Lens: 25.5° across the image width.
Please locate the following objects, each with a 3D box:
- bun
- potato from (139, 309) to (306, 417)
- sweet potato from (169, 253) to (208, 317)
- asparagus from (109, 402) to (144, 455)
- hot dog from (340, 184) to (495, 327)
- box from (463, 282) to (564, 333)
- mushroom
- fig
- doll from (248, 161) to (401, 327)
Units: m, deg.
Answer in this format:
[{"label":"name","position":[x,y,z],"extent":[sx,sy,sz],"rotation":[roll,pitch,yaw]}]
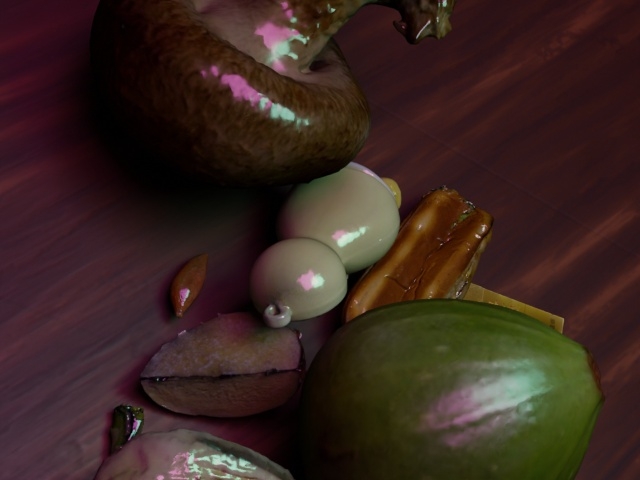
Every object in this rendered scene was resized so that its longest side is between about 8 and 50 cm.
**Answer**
[{"label":"bun","position":[-0.117,0.293,1.355],"extent":[0.244,0.153,0.244],"rotation":[1,88,-29]},{"label":"potato","position":[-0.100,0.141,1.504],"extent":[0.172,0.089,0.100],"rotation":[-7,42,-1]},{"label":"sweet potato","position":[-0.145,0.046,1.546],"extent":[0.034,0.034,0.095],"rotation":[30,46,-10]},{"label":"asparagus","position":[-0.205,0.241,1.416],"extent":[0.036,0.030,0.165],"rotation":[25,56,-25]},{"label":"hot dog","position":[0.119,0.039,1.651],"extent":[0.115,0.072,0.269],"rotation":[31,53,15]},{"label":"box","position":[0.220,0.109,1.704],"extent":[0.156,0.022,0.089],"rotation":[22,56,-15]},{"label":"mushroom","position":[-0.059,-0.213,1.524],"extent":[0.334,0.356,0.331],"rotation":[18,52,-32]},{"label":"fig","position":[0.135,0.193,1.426],"extent":[0.316,0.316,0.316],"rotation":[12,61,-22]},{"label":"doll","position":[0.001,0.010,1.558],"extent":[0.141,0.117,0.296],"rotation":[10,41,20]}]
